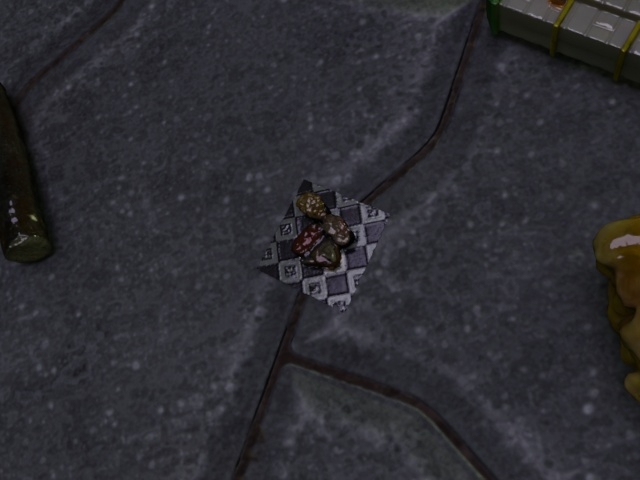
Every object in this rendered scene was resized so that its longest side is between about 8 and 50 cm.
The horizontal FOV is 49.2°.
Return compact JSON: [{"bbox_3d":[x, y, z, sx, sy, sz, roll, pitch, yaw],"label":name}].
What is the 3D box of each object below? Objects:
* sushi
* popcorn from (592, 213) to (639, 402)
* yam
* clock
[{"bbox_3d":[0.000,0.000,0.793,0.120,0.026,0.126,23,80,19],"label":"sushi"},{"bbox_3d":[0.361,0.066,0.596,0.253,0.190,0.191,6,81,12],"label":"popcorn"},{"bbox_3d":[-0.409,-0.098,0.915,0.061,0.061,0.274,-25,68,6],"label":"yam"},{"bbox_3d":[0.335,-0.294,0.757,0.255,0.106,0.220,29,82,21],"label":"clock"}]
